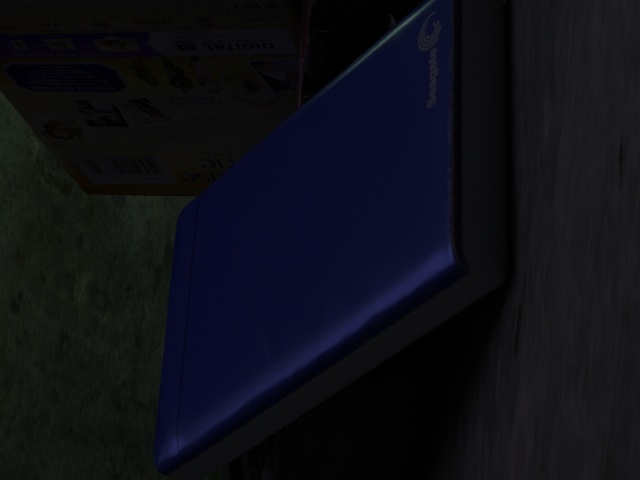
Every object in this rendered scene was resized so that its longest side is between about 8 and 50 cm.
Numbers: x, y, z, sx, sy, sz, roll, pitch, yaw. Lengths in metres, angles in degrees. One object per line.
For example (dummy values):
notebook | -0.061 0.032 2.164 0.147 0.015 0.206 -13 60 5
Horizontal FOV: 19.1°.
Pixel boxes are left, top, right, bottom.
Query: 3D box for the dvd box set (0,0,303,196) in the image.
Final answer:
dvd box set | -0.130 -0.146 1.688 0.420 0.308 0.062 59 -146 -65

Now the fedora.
fedora | 0.010 0.100 1.377 0.275 0.124 0.243 114 161 -56

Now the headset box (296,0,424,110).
headset box | 0.046 -0.209 1.384 0.218 0.110 0.293 98 176 -48

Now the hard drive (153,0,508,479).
hard drive | 0.000 0.000 1.186 0.319 0.040 0.210 -37 40 45
